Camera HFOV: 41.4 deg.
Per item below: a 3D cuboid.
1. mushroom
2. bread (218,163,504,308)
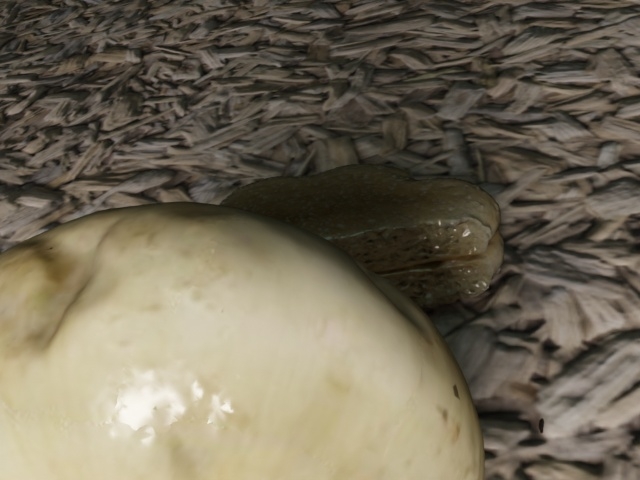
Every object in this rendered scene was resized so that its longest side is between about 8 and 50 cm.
[{"bbox_3d":[-0.060,0.151,0.471,0.315,0.356,0.315,-16,7,2],"label":"mushroom"},{"bbox_3d":[-0.001,-0.003,0.811,0.337,0.102,0.183,-10,34,6],"label":"bread"}]
